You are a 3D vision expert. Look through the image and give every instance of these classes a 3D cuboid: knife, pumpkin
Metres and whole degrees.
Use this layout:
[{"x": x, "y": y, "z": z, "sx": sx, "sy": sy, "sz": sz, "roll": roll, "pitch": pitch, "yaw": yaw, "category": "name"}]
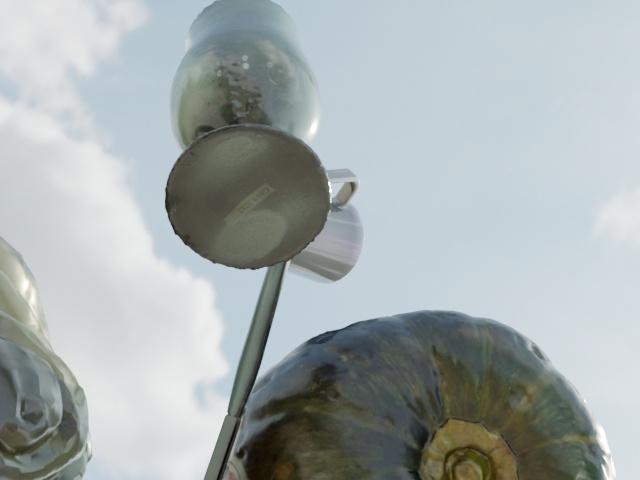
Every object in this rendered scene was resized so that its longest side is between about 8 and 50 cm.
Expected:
[{"x": -0.050, "y": 0.097, "z": 0.714, "sx": 0.015, "sy": 0.210, "sz": 0.028, "roll": 18, "pitch": -1, "yaw": -8, "category": "knife"}, {"x": 0.066, "y": 0.172, "z": 0.783, "sx": 0.260, "sy": 0.260, "sz": 0.189, "roll": 34, "pitch": -30, "yaw": 6, "category": "pumpkin"}]

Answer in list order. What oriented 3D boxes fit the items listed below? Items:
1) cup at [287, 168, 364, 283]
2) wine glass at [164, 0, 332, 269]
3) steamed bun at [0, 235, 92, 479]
[{"x": -0.015, "y": -0.019, "z": 1.005, "sx": 0.104, "sy": 0.116, "sz": 0.074, "roll": -53, "pitch": -127, "yaw": 16, "category": "cup"}, {"x": -0.044, "y": -0.074, "z": 0.712, "sx": 0.093, "sy": 0.202, "sz": 0.092, "roll": -1, "pitch": -58, "yaw": -2, "category": "wine glass"}, {"x": -0.247, "y": 0.109, "z": 0.634, "sx": 0.237, "sy": 0.347, "sz": 0.394, "roll": -34, "pitch": -106, "yaw": 40, "category": "steamed bun"}]
